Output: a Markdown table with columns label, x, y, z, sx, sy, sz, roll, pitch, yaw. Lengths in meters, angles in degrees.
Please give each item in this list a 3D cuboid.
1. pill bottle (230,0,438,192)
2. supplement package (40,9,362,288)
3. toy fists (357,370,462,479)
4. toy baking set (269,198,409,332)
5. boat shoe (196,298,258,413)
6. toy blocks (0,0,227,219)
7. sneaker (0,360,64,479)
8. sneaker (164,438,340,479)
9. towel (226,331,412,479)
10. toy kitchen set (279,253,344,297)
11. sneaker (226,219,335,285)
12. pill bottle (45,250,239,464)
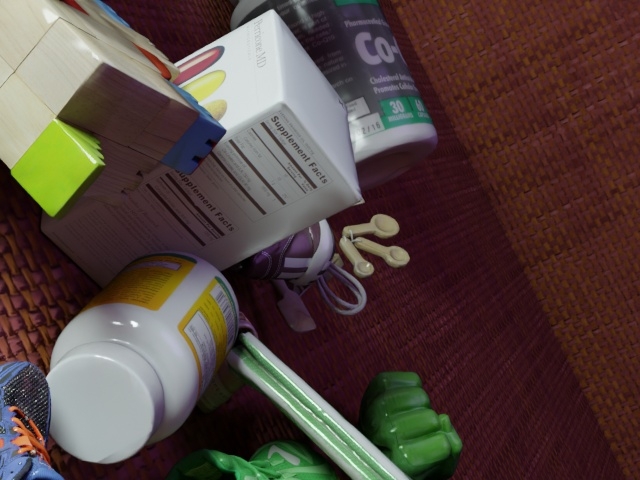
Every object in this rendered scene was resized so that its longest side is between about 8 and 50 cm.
| label | x | y | z | sx | sy | sz | roll | pitch | yaw |
| --- | --- | --- | --- | --- | --- | --- | --- | --- | --- |
| pill bottle | 0.000 | -0.251 | 1.810 | 0.361 | 0.204 | 0.204 | 67 | 18 | 11 |
| supplement package | -0.105 | -0.066 | 1.171 | 0.134 | 0.244 | 0.139 | 49 | 22 | -39 |
| toy fists | 0.121 | 0.278 | 1.493 | 0.142 | 0.096 | 0.279 | 94 | -22 | -71 |
| toy baking set | -0.005 | -0.004 | 1.525 | 0.197 | 0.030 | 0.256 | 34 | 44 | 13 |
| boat shoe | -0.088 | 0.099 | 1.291 | 0.063 | 0.059 | 0.170 | 54 | 20 | -28 |
| toy blocks | -0.218 | -0.153 | 1.035 | 0.381 | 0.191 | 0.261 | 44 | 8 | 22 |
| sneaker | -0.195 | 0.160 | 0.853 | 0.083 | 0.087 | 0.221 | 52 | 21 | -35 |
| sneaker | -0.062 | 0.218 | 1.115 | 0.123 | 0.109 | 0.295 | 62 | 16 | -5 |
| towel | 0.038 | 0.210 | 1.259 | 0.248 | 0.038 | 0.325 | 39 | -7 | 22 |
| toy kitchen set | -0.035 | 0.019 | 1.546 | 0.068 | 0.083 | 0.075 | -46 | 124 | -28 |
| sneaker | -0.108 | -0.071 | 1.423 | 0.162 | 0.106 | 0.281 | -5 | 52 | -49 |
| pill bottle | -0.142 | 0.091 | 1.052 | 0.117 | 0.117 | 0.208 | 60 | 17 | -11 |
